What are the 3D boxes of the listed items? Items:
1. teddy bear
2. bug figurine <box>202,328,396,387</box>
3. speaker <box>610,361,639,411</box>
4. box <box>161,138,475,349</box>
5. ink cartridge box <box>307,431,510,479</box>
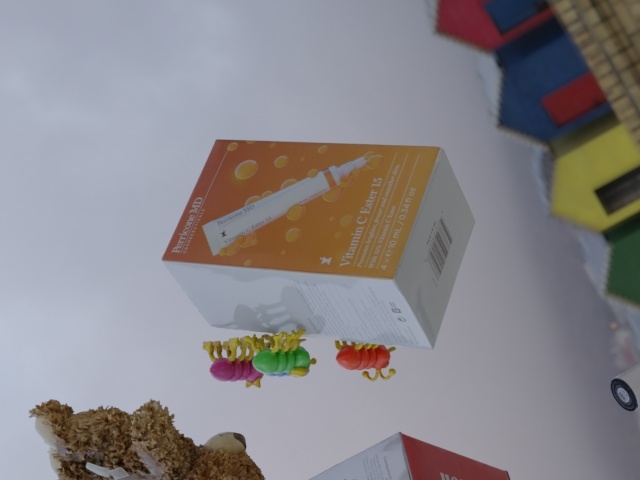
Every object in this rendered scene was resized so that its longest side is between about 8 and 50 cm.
[{"bbox_3d":[-0.229,0.286,1.878,0.245,0.338,0.113,66,-145,-40],"label":"teddy bear"},{"bbox_3d":[-0.037,0.167,1.956,0.216,0.279,0.072,2,-99,-35],"label":"bug figurine"},{"bbox_3d":[0.477,0.187,1.973,0.055,0.136,0.055,47,153,33],"label":"speaker"},{"bbox_3d":[0.000,0.000,1.870,0.168,0.345,0.215,59,-137,-47],"label":"box"},{"bbox_3d":[0.170,0.402,2.115,0.309,0.272,0.130,27,-140,-48],"label":"ink cartridge box"}]
